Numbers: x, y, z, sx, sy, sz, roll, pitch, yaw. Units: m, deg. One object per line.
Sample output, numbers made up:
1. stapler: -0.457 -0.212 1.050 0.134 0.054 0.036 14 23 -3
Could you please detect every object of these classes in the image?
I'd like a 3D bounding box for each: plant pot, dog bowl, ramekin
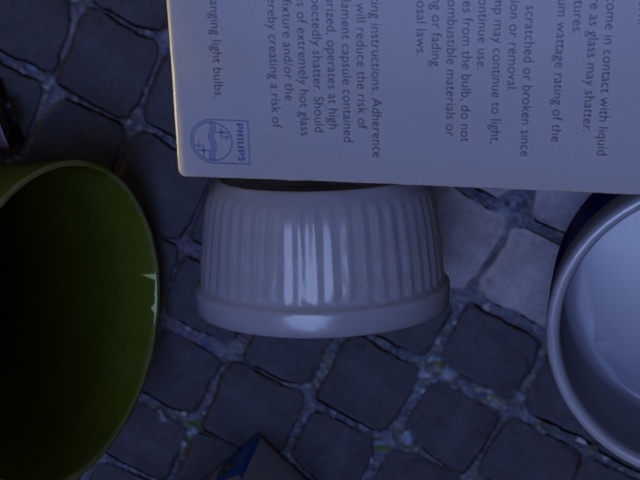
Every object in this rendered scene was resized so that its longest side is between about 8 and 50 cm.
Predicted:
1. plant pot: -0.337 0.055 1.095 0.293 0.275 0.275 7 113 26
2. dog bowl: 0.318 0.058 1.018 0.265 0.104 0.265 4 112 11
3. ramekin: 0.000 0.000 1.014 0.207 0.207 0.109 0 102 12

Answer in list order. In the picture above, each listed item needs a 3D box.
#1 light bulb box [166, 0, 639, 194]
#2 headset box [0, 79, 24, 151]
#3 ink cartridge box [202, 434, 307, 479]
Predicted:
1. light bulb box: 0.120 -0.191 0.825 0.361 0.358 0.225 3 113 10
2. headset box: -0.311 -0.107 1.128 0.083 0.032 0.062 -12 108 18
3. ink cartridge box: -0.112 0.300 1.181 0.086 0.148 0.203 43 114 -8
